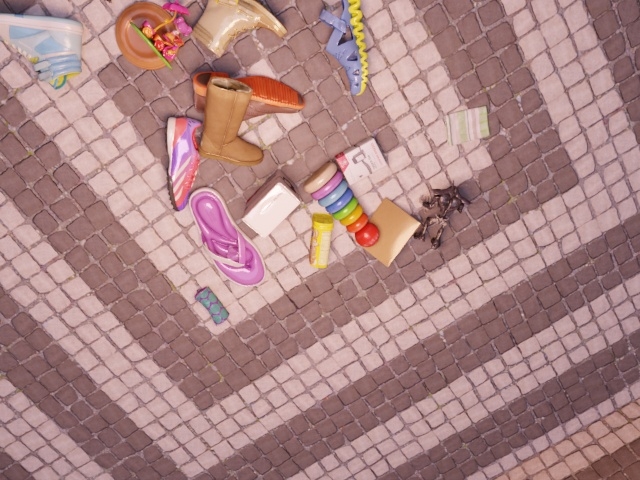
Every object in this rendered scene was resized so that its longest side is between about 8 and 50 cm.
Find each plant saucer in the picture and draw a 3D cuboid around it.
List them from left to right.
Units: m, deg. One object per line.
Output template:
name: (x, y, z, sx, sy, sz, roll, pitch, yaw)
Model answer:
plant saucer: (-0.546, -0.643, 1.535, 0.199, 0.037, 0.200, -2, 109, -4)

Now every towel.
towel: (0.520, -0.405, 1.725, 0.151, 0.023, 0.113, -14, 110, -1)

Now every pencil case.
pencil case: (-0.409, 0.245, 1.832, 0.070, 0.064, 0.152, -37, 108, -9)

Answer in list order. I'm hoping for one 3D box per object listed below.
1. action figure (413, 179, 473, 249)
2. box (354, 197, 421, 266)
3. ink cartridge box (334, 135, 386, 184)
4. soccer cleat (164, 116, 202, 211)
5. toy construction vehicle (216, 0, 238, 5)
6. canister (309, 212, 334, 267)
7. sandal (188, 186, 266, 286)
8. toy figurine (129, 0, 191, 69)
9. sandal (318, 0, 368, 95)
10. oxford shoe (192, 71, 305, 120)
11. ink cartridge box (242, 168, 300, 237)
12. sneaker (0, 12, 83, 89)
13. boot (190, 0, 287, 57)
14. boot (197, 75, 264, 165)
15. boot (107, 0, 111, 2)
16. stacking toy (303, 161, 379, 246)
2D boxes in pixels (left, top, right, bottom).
action figure: (0.432, -0.112, 1.757, 0.163, 0.141, 0.276, 16, 122, -8)
box: (0.243, -0.030, 1.782, 0.164, 0.021, 0.201, 39, 103, 17)
ink cartridge box: (0.141, -0.280, 1.709, 0.150, 0.063, 0.109, -29, 109, 5)
soccer cleat: (-0.456, -0.251, 1.643, 0.116, 0.109, 0.319, 0, 106, -10)
toy construction vehicle: (-0.269, -0.752, 1.449, 0.085, 0.035, 0.098, 12, 98, -9)
canister: (0.000, 0.000, 1.758, 0.073, 0.126, 0.170, 4, 110, -7)
sandal: (-0.344, 0.010, 1.739, 0.169, 0.102, 0.417, -30, 109, 5)
toy figurine: (-0.455, -0.638, 1.479, 0.159, 0.130, 0.173, -42, 129, -1)
sandal: (0.079, -0.624, 1.565, 0.138, 0.126, 0.318, -11, 101, 2)
oxford shoe: (-0.234, -0.457, 1.605, 0.363, 0.130, 0.133, 6, 138, -13)
ink cartridge box: (-0.164, -0.129, 1.638, 0.172, 0.237, 0.100, -44, 107, 10)
sneaker: (-0.885, -0.569, 1.482, 0.318, 0.127, 0.209, 1, 107, -5)
boot: (-0.255, -0.656, 1.524, 0.261, 0.095, 0.204, 32, 102, -8)
boot: (-0.261, -0.367, 1.547, 0.235, 0.089, 0.270, 1, 139, -27)
boot: (-0.563, -0.795, 1.467, 0.228, 0.091, 0.263, -34, 104, 12)
stacking toy: (0.094, -0.111, 1.715, 0.141, 0.141, 0.330, -40, 106, 8)
